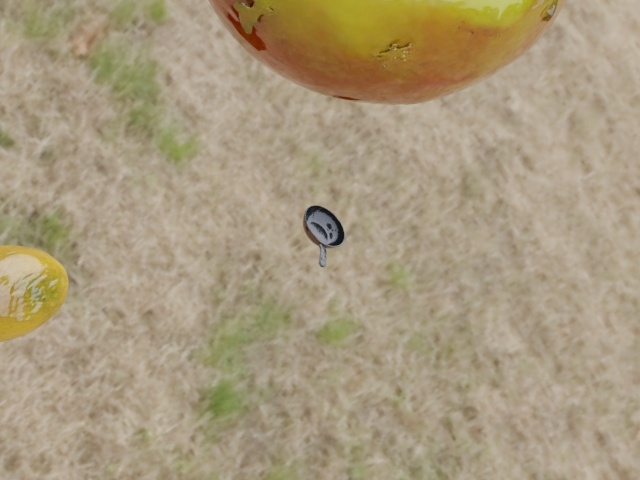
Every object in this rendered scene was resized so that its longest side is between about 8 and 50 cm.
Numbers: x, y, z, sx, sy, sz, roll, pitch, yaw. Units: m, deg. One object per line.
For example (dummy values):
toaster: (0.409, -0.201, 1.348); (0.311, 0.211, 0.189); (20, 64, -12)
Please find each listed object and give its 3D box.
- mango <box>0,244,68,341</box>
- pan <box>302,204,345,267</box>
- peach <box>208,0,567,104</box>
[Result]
mango: (-0.524, 0.091, 1.518); (0.359, 0.187, 0.144); (-15, 82, -49)
pan: (0.000, 0.001, 1.389); (0.068, 0.023, 0.115); (32, 36, -20)
peach: (0.054, -0.281, 0.828); (0.370, 0.370, 0.370); (29, 43, -31)
